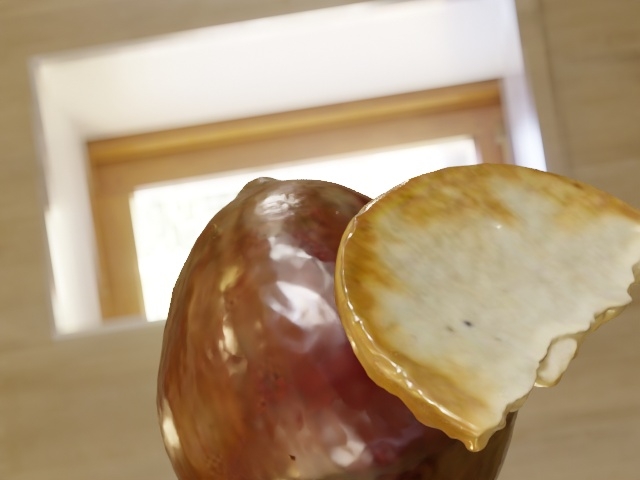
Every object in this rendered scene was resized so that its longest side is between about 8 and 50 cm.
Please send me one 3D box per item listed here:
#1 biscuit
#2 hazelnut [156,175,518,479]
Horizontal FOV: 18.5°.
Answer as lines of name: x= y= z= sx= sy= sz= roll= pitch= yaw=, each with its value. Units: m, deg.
biscuit: x=0.118 y=0.030 z=1.486 sx=0.309 sy=0.205 sz=0.040 roll=-40 pitch=-24 yaw=-44
hazelnut: x=0.006 y=0.132 z=1.933 sx=0.421 sy=0.353 sz=0.421 roll=55 pitch=-175 yaw=-7
